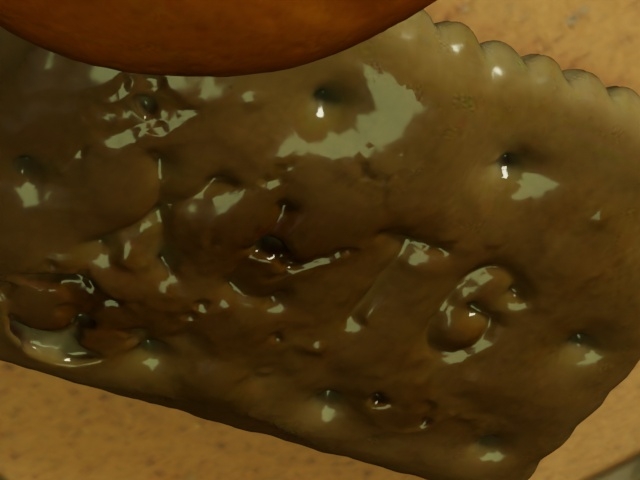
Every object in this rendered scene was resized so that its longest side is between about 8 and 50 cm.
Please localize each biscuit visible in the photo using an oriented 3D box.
[{"bbox_3d":[0.000,0.000,0.757,0.325,0.044,0.217,19,126,-28],"label":"biscuit"}]

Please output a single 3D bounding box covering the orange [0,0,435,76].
[{"bbox_3d":[-0.031,-0.158,0.517,0.240,0.171,0.240,-7,137,-7],"label":"orange"}]
